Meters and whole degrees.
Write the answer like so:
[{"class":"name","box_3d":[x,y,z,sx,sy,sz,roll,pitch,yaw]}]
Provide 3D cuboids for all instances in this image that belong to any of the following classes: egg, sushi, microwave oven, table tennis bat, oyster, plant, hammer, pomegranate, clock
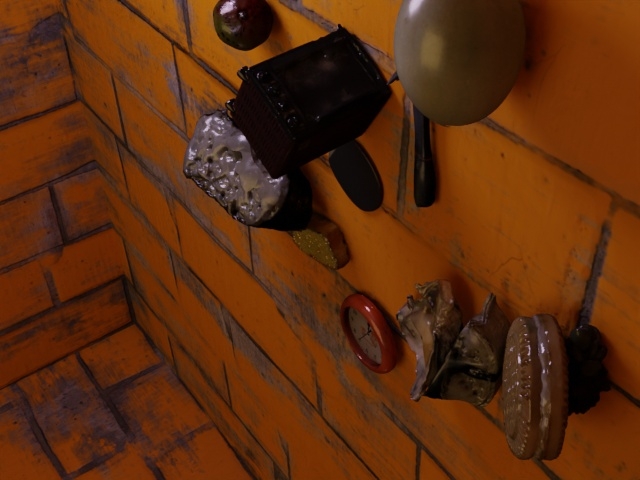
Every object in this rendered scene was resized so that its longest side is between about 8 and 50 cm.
[{"class":"egg","box_3d":[0.197,-0.283,1.159,0.186,0.186,0.253,37,139,43]},{"class":"sushi","box_3d":[0.310,0.217,1.523,0.109,0.134,0.273,38,132,19]},{"class":"microwave oven","box_3d":[-0.021,-0.265,1.529,0.178,0.247,0.188,55,155,11]},{"class":"table tennis bat","box_3d":[0.048,-0.182,1.731,0.274,0.021,0.154,58,154,8]},{"class":"oyster","box_3d":[0.221,0.199,1.667,0.271,0.100,0.275,-168,66,-70]},{"class":"plant","box_3d":[0.428,0.209,1.323,0.087,0.085,0.174,13,123,29]},{"class":"hammer","box_3d":[0.179,-0.184,1.459,0.137,0.037,0.290,36,143,43]},{"class":"pomegranate","box_3d":[-0.159,-0.477,1.752,0.129,0.159,0.129,7,114,16]},{"class":"sushi","box_3d":[-0.151,-0.172,1.906,0.348,0.207,0.234,46,110,27]},{"class":"clock","box_3d":[0.116,0.222,1.942,0.205,0.051,0.205,45,149,37]}]

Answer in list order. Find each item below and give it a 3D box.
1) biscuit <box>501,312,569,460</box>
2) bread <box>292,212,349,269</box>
[{"class":"biscuit","box_3d":[0.354,0.244,1.350,0.259,0.079,0.259,1,-90,-85]},{"class":"bread","box_3d":[0.000,0.000,1.942,0.187,0.065,0.103,29,136,52]}]
